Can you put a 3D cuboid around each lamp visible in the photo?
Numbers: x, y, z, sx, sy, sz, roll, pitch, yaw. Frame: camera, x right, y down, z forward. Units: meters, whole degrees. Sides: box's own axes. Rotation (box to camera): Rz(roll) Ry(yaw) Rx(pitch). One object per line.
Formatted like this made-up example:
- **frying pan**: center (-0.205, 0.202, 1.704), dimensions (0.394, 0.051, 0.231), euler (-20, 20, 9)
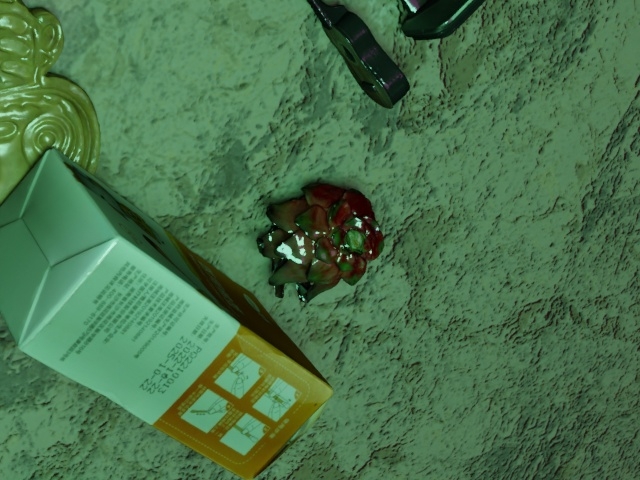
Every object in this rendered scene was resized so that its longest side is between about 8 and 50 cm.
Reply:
- **lamp**: center (0.118, -0.373, 1.337), dimensions (0.203, 0.124, 0.283), euler (-43, 127, -10)

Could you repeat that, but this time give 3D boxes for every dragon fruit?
- **dragon fruit**: center (0.002, 0.001, 1.435), dimensions (0.142, 0.121, 0.130), euler (-8, 82, 4)

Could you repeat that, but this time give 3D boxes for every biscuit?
- **biscuit**: center (-0.330, -0.137, 1.265), dimensions (0.202, 0.044, 0.289), euler (-15, 118, -19)

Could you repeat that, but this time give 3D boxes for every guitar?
- **guitar**: center (0.004, -0.254, 1.364), dimensions (0.038, 0.084, 0.271), euler (-45, 115, -7)

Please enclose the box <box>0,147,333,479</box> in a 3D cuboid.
- **box**: center (-0.172, 0.082, 1.300), dimensions (0.143, 0.225, 0.341), euler (-49, 129, 3)
